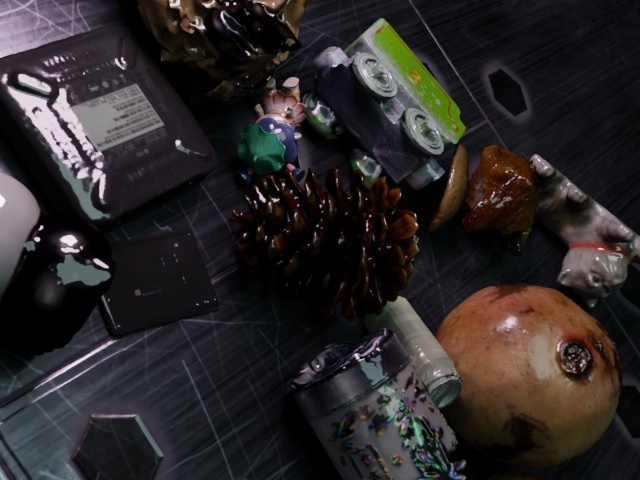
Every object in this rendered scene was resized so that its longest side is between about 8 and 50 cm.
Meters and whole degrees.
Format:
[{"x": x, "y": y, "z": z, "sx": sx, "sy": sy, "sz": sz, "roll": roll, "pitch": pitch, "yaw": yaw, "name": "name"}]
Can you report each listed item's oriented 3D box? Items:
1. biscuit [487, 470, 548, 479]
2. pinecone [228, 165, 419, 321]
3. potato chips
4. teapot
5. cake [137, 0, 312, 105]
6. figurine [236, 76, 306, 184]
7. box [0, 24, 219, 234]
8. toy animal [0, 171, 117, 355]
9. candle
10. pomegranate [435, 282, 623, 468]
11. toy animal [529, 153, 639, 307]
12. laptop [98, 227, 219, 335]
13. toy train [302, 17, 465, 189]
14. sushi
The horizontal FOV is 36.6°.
[{"x": 0.355, "y": 0.523, "z": 1.596, "sx": 0.295, "sy": 0.075, "sz": 0.296, "roll": 20, "pitch": 54, "yaw": -31, "name": "biscuit"}, {"x": 0.001, "y": 0.000, "z": 1.485, "sx": 0.292, "sy": 0.246, "sz": 0.246, "roll": 10, "pitch": 59, "yaw": -18, "name": "pinecone"}, {"x": 0.250, "y": -0.100, "z": 1.819, "sx": 0.049, "sy": 0.150, "sz": 0.202, "roll": 19, "pitch": 34, "yaw": 0, "name": "potato chips"}, {"x": 0.142, "y": 0.192, "z": 1.563, "sx": 0.077, "sy": 0.107, "sz": 0.200, "roll": 11, "pitch": 31, "yaw": -38, "name": "teapot"}, {"x": -0.127, "y": -0.377, "z": 1.529, "sx": 0.332, "sy": 0.332, "sz": 0.321, "roll": -3, "pitch": 70, "yaw": -42, "name": "cake"}, {"x": -0.070, "y": -0.179, "z": 1.607, "sx": 0.195, "sy": 0.111, "sz": 0.102, "roll": -71, "pitch": 155, "yaw": -46, "name": "figurine"}, {"x": -0.314, "y": -0.170, "z": 1.416, "sx": 0.290, "sy": 0.073, "sz": 0.289, "roll": -32, "pitch": 89, "yaw": -47, "name": "box"}, {"x": -0.386, "y": 0.018, "z": 1.180, "sx": 0.235, "sy": 0.165, "sz": 0.187, "roll": 29, "pitch": 48, "yaw": -23, "name": "toy animal"}, {"x": 0.101, "y": 0.299, "z": 1.428, "sx": 0.187, "sy": 0.187, "sz": 0.330, "roll": -29, "pitch": 88, "yaw": -46, "name": "candle"}, {"x": 0.344, "y": 0.226, "z": 1.620, "sx": 0.322, "sy": 0.322, "sz": 0.322, "roll": 21, "pitch": 54, "yaw": -31, "name": "pomegranate"}, {"x": 0.520, "y": -0.017, "z": 2.011, "sx": 0.307, "sy": 0.188, "sz": 0.266, "roll": 30, "pitch": 21, "yaw": -31, "name": "toy animal"}, {"x": -0.239, "y": 0.057, "z": 1.392, "sx": 0.197, "sy": 0.016, "sz": 0.135, "roll": -14, "pitch": 77, "yaw": -45, "name": "laptop"}, {"x": 0.118, "y": -0.240, "z": 1.778, "sx": 0.307, "sy": 0.173, "sz": 0.249, "roll": 49, "pitch": 36, "yaw": -7, "name": "toy train"}, {"x": 0.355, "y": -0.081, "z": 1.892, "sx": 0.166, "sy": 0.179, "sz": 0.296, "roll": 22, "pitch": 21, "yaw": -4, "name": "sushi"}]
